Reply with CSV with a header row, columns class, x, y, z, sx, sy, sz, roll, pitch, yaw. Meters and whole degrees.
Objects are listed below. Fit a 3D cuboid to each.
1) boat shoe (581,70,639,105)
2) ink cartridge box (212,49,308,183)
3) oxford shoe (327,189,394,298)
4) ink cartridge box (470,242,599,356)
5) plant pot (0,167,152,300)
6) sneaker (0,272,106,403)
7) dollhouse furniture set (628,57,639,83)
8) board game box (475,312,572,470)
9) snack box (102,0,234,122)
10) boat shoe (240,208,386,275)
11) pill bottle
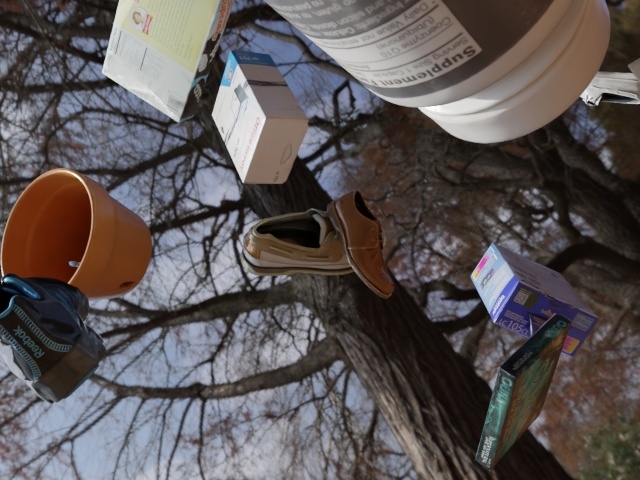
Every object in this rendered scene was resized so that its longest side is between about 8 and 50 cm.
class,x,y,z,sx,sy,sz,roll,pitch,yaw
boat shoe,0.606,-0.324,1.257,0.066,0.184,0.063,32,-110,-66
ink cartridge box,-0.107,-0.208,0.978,0.082,0.190,0.139,-2,-43,-30
oxford shoe,0.086,0.004,1.055,0.076,0.212,0.076,-34,-16,29
ink cartridge box,0.635,0.179,1.730,0.270,0.395,0.151,24,-73,-5
plant pot,-0.508,0.011,1.252,0.291,0.291,0.203,-44,-30,15
sneaker,-0.399,0.092,0.797,0.125,0.341,0.139,-45,-59,-21
dollhouse furniture set,0.593,-0.231,0.919,0.123,0.144,0.151,-31,-24,23
board game box,0.253,0.191,0.723,0.126,0.026,0.186,-31,-43,-32
snack box,-0.272,-0.399,1.046,0.322,0.187,0.060,-59,-4,35
boat shoe,0.000,0.000,1.122,0.302,0.113,0.103,-9,-33,-22
pill bottle,0.056,-0.223,0.404,0.361,0.204,0.204,26,-65,-43
